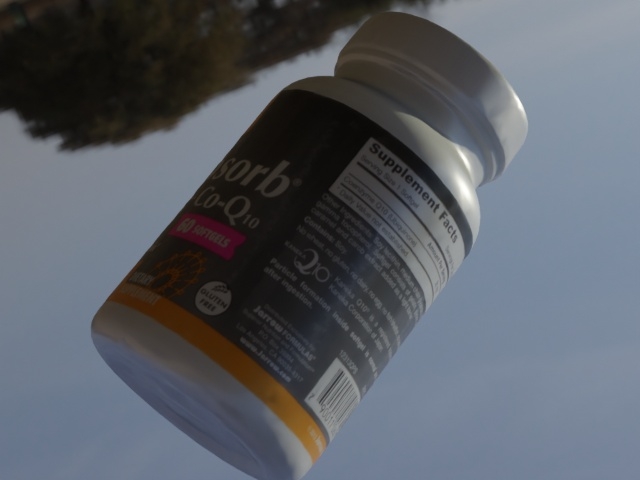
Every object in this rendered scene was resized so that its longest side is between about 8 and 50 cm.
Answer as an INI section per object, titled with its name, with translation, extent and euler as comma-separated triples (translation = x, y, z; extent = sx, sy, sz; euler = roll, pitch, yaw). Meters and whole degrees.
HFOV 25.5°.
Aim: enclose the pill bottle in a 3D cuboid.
[pill bottle]
translation = 0.000, 0.000, 0.883
extent = 0.278, 0.162, 0.162
euler = -52, -157, -18
